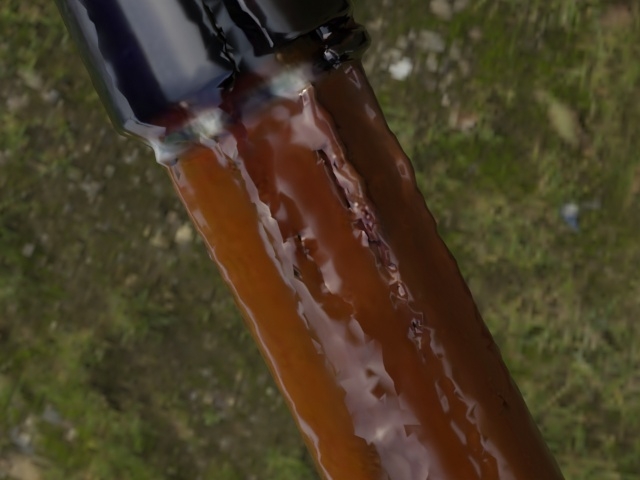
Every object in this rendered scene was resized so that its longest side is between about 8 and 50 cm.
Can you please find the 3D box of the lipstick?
[{"bbox_3d":[0.000,0.000,0.475,0.077,0.077,0.418,-22,98,34],"label":"lipstick"}]
